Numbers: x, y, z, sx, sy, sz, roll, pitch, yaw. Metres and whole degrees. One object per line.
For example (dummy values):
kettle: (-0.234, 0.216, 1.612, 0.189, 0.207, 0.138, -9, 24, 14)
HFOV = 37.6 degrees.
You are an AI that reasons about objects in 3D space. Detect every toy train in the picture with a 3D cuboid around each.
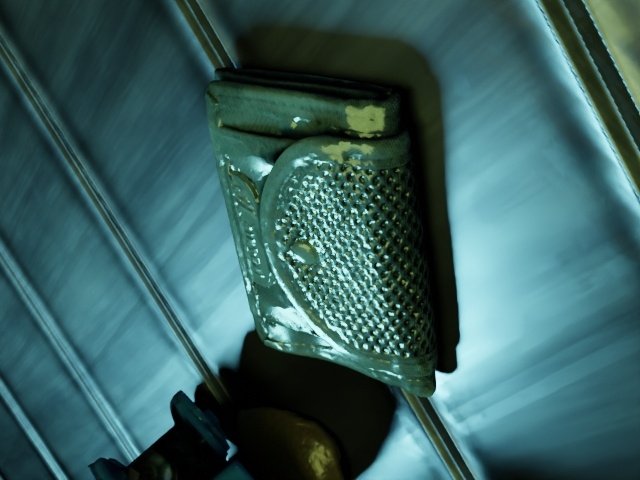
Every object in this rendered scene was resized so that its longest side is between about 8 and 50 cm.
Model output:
toy train: (-0.165, 0.353, 1.263, 0.265, 0.188, 0.300, 50, 165, 5)

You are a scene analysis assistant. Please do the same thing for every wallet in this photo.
wallet: (0.000, 0.000, 0.961, 0.237, 0.075, 0.342, 14, 128, 35)

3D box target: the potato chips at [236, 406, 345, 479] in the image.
potato chips: (-0.049, 0.292, 1.258, 0.201, 0.049, 0.150, 12, 122, 47)
